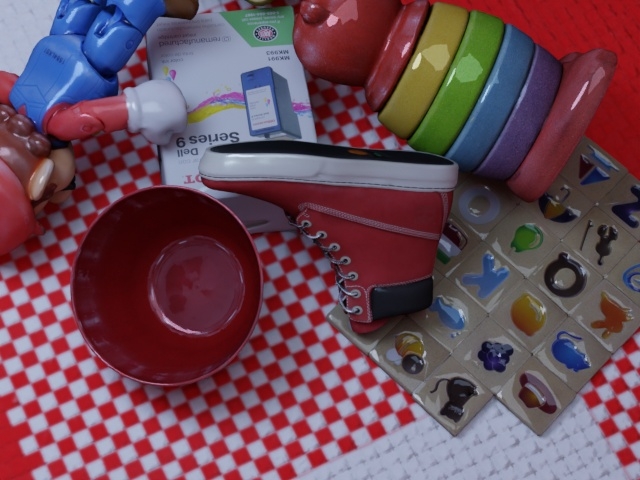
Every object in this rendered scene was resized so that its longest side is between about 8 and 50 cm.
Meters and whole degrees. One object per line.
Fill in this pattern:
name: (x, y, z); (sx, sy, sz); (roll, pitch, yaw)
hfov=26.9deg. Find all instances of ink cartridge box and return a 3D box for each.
ink cartridge box: (-0.088, -0.118, 1.334); (0.154, 0.093, 0.212); (-6, 68, -8)

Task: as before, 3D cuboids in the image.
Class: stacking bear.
stacking bear: (0.111, -0.167, 1.299); (0.289, 0.175, 0.164); (25, 94, -4)

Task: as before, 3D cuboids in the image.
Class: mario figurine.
mario figurine: (-0.242, -0.122, 1.289); (0.170, 0.198, 0.320); (35, 87, -21)

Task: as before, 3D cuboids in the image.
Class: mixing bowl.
mixing bowl: (-0.128, 0.042, 1.239); (0.181, 0.098, 0.181); (0, 88, 13)

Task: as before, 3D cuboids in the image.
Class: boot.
boot: (0.000, 0.000, 1.235); (0.244, 0.088, 0.176); (6, 105, -18)

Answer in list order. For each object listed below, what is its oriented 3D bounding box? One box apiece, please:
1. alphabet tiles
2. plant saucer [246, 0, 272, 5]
alphabet tiles: (0.182, 0.020, 1.337); (0.285, 0.011, 0.342); (42, 69, 13)
plant saucer: (-0.071, -0.405, 1.451); (0.333, 0.081, 0.333); (36, 66, 22)
